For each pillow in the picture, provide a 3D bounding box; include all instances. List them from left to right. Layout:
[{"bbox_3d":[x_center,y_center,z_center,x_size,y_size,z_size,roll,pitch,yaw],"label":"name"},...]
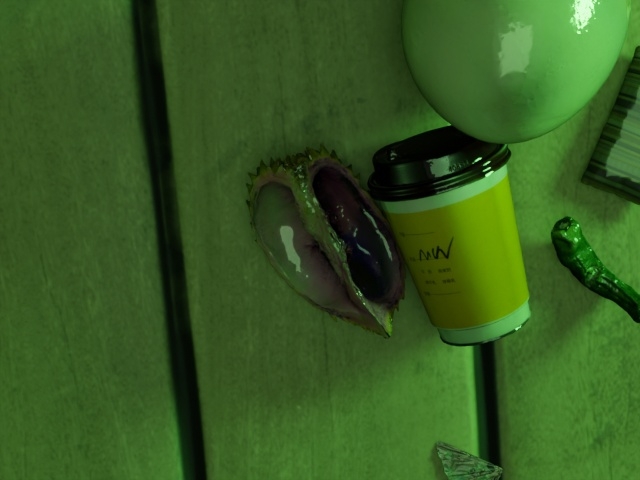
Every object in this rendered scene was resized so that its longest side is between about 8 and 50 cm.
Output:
[{"bbox_3d":[0.445,-0.153,1.706,0.113,0.038,0.203,22,97,0],"label":"pillow"}]

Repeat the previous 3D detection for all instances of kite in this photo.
[{"bbox_3d":[0.191,0.353,1.798,0.157,0.011,0.139,-21,95,2],"label":"kite"}]

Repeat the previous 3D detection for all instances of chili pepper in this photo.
[{"bbox_3d":[0.382,0.045,1.718,0.182,0.073,0.050,44,73,0],"label":"chili pepper"}]

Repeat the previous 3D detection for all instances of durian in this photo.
[{"bbox_3d":[-0.001,-0.003,1.689,0.187,0.154,0.260,-10,105,24],"label":"durian"}]

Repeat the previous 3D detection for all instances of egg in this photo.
[{"bbox_3d":[0.237,-0.274,1.546,0.283,0.345,0.283,12,141,10],"label":"egg"}]

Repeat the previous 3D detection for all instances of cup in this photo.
[{"bbox_3d":[0.184,-0.011,1.661,0.196,0.196,0.279,-18,105,3],"label":"cup"}]
